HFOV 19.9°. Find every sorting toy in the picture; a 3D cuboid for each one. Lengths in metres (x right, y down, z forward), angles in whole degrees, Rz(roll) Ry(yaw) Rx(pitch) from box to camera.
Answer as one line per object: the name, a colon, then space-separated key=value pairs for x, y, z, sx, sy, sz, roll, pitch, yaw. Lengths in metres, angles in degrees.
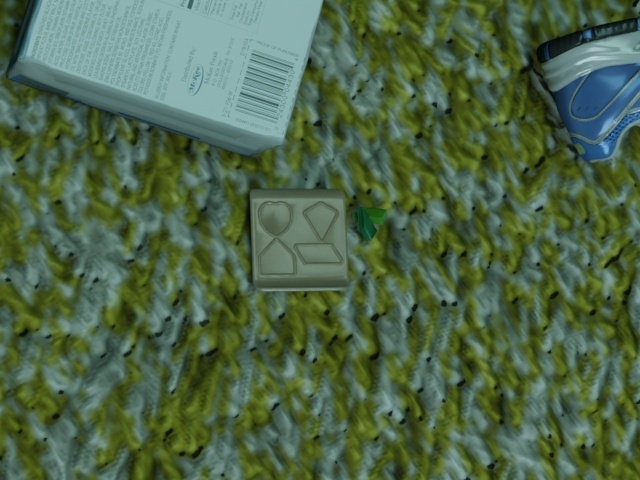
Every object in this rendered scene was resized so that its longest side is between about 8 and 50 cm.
sorting toy: x=0.000 y=0.000 z=1.060 sx=0.083 sy=0.012 sz=0.062 roll=0 pitch=77 yaw=-14

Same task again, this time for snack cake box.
snack cake box: x=-0.064 y=-0.195 z=1.016 sx=0.152 sy=0.089 sz=0.264 roll=18 pitch=84 yaw=-13

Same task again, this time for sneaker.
sneaker: x=0.238 y=-0.104 z=1.123 sx=0.211 sy=0.080 sz=0.081 roll=-13 pitch=92 yaw=-9
